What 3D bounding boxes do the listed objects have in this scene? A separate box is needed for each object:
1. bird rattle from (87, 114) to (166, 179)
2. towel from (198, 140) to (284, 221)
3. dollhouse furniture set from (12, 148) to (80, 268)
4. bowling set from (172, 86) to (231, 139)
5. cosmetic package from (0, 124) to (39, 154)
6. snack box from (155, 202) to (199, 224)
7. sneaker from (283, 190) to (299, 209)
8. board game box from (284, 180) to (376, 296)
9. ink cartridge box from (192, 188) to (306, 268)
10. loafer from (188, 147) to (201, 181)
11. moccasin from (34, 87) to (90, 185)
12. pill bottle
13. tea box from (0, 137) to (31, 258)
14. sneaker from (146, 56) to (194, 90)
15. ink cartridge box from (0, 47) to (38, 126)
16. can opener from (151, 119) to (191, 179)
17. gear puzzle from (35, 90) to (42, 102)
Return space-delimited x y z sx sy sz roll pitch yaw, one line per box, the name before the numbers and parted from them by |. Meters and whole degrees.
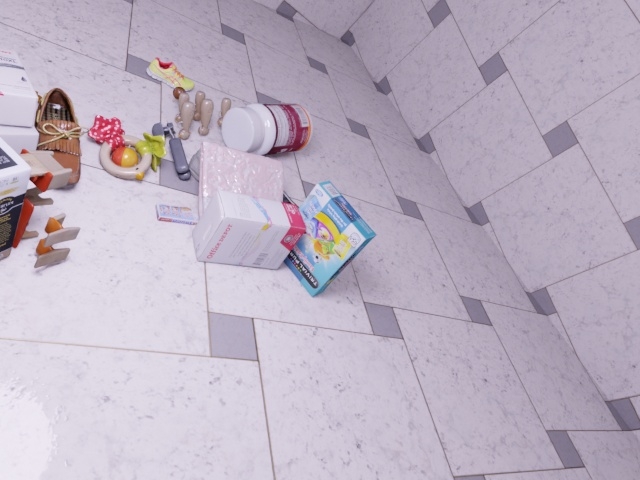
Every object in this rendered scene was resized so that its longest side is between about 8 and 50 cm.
bird rattle | -0.654 -0.306 1.575 0.253 0.143 0.207 19 56 -22
towel | -0.279 -0.182 1.703 0.332 0.053 0.317 10 69 -35
dollhouse furniture set | -0.733 -0.095 1.148 0.262 0.259 0.135 42 25 6
bowling set | -0.527 -0.538 1.954 0.200 0.154 0.287 33 32 23
cosmetic package | -0.973 -0.278 1.219 0.197 0.155 0.365 49 37 19
snack box | -0.465 -0.087 1.589 0.178 0.022 0.064 7 47 -38
sneaker | -0.159 -0.135 1.870 0.234 0.084 0.097 37 36 -4
board game box | 0.000 0.000 1.648 0.254 0.336 0.079 50 36 15
ink cartridge box | -0.237 -0.029 1.559 0.306 0.226 0.131 11 44 -36
loafer | -0.353 -0.216 1.754 0.319 0.111 0.112 38 35 -3
moccasin | -0.794 -0.323 1.435 0.139 0.147 0.380 10 45 -35
pill bottle | -0.229 -0.493 2.076 0.224 0.224 0.392 51 37 15
tea box | -0.838 -0.066 0.960 0.220 0.323 0.329 43 35 4
sneaker | -0.650 -0.733 2.065 0.208 0.094 0.081 16 40 -32
ink cartridge box | -0.879 -0.417 1.241 0.172 0.100 0.237 -6 50 -46
can opener | -0.563 -0.340 1.756 0.095 0.076 0.283 -16 58 -13
gear puzzle | -1.067 -0.492 1.470 0.339 0.044 0.175 5 46 -43
